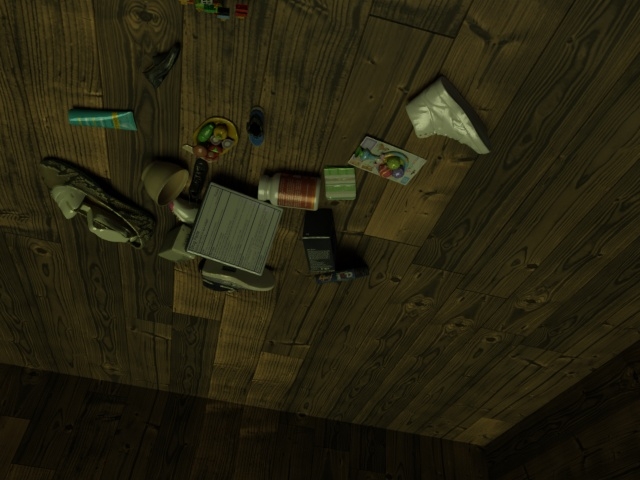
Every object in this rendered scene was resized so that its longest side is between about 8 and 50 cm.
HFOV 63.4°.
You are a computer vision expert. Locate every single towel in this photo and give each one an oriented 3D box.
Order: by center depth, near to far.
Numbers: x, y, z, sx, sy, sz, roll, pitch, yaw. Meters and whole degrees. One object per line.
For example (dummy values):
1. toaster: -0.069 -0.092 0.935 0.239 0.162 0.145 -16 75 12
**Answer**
1. towel: 0.072 -0.209 1.878 0.113 0.023 0.152 -1 137 5

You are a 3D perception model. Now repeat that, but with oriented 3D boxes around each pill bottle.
1. pill bottle: -0.110 -0.178 1.855 0.216 0.121 0.121 7 140 -2

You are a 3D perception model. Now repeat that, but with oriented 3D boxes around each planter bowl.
1. planter bowl: -0.568 -0.219 1.855 0.109 0.162 0.162 37 137 6

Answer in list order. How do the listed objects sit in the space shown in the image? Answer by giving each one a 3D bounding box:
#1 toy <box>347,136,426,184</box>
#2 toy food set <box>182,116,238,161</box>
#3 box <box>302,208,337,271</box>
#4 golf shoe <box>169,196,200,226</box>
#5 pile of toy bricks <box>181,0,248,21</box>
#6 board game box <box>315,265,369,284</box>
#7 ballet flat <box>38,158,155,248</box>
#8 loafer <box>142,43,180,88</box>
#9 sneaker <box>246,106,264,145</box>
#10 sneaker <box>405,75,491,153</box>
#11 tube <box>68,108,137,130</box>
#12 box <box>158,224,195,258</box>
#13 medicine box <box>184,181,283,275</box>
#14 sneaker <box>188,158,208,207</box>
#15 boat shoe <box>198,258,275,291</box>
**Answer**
1. toy: 0.228 -0.256 1.773 0.237 0.056 0.137 20 139 -16
2. toy food set: -0.372 -0.322 1.757 0.128 0.071 0.218 34 132 -29
3. box: 0.000 0.000 2.025 0.108 0.153 0.207 -1 140 8
4. golf shoe: -0.437 -0.099 2.016 0.306 0.115 0.140 33 116 -30
5. pile of toy bricks: -0.284 -0.634 1.374 0.212 0.118 0.105 3 173 -10
6. board game box: 0.096 0.144 2.157 0.165 0.042 0.243 -11 176 19
7. ballet flat: -0.856 -0.118 1.969 0.164 0.182 0.483 -29 128 35
8. loafer: -0.475 -0.526 1.542 0.061 0.062 0.170 35 131 -23
9. sneaker: -0.213 -0.352 1.692 0.058 0.084 0.152 10 140 -4
10. sneaker: 0.391 -0.354 1.611 0.169 0.108 0.292 -29 119 36
11. tube: -0.725 -0.405 1.727 0.207 0.052 0.080 2 149 -6
12. box: -0.560 0.017 2.063 0.094 0.113 0.275 27 164 -23
13. medicine box: -0.320 -0.038 1.914 0.289 0.263 0.149 20 173 -15
14. sneaker: -0.448 -0.208 1.885 0.051 0.089 0.170 15 139 -10
15. boat shoe: -0.372 0.172 2.311 0.340 0.127 0.158 17 145 -1
